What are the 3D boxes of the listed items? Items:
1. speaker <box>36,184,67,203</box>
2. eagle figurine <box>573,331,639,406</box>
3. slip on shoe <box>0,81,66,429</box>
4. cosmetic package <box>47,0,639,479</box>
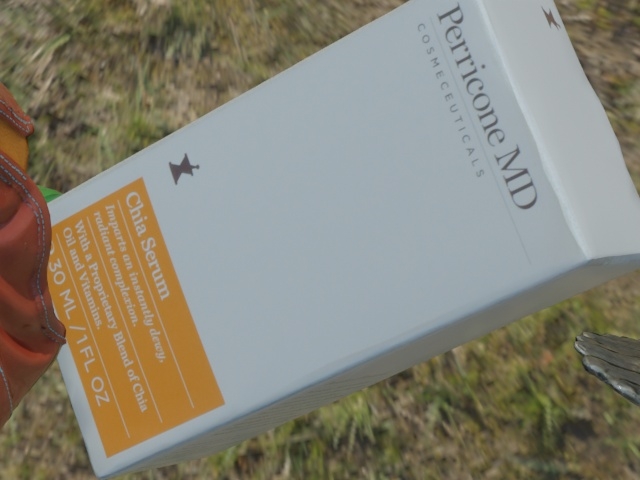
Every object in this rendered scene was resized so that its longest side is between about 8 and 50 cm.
[{"bbox_3d":[-0.346,-0.014,1.629,0.297,0.131,0.131,16,102,21],"label":"speaker"},{"bbox_3d":[0.288,0.112,0.782,0.226,0.225,0.298,-33,111,0],"label":"eagle figurine"},{"bbox_3d":[-0.178,-0.049,0.717,0.123,0.101,0.331,19,135,31],"label":"slip on shoe"},{"bbox_3d":[0.000,0.000,1.308,0.453,0.161,0.230,-27,78,27],"label":"cosmetic package"}]
